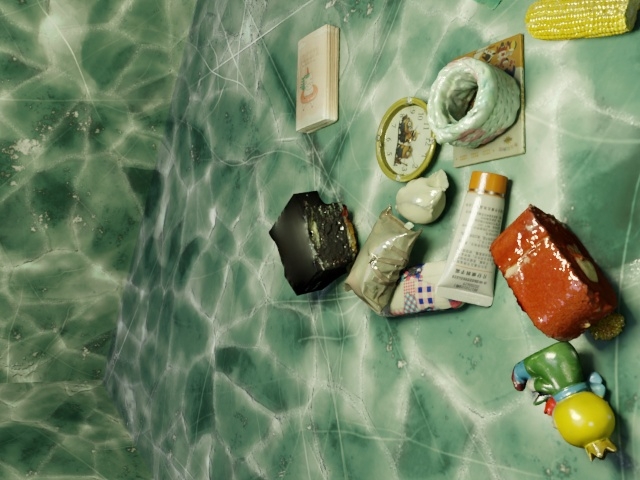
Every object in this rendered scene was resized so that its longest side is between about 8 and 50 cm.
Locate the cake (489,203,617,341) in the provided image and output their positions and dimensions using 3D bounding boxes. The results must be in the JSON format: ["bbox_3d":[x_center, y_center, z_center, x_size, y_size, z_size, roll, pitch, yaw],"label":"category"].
[{"bbox_3d":[0.478,0.064,1.317,0.151,0.177,0.283,-54,45,32],"label":"cake"}]

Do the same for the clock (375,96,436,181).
[{"bbox_3d":[0.245,-0.275,1.777,0.237,0.057,0.237,-8,80,52],"label":"clock"}]

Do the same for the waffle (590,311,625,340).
[{"bbox_3d":[0.574,0.161,1.311,0.078,0.016,0.085,-52,45,33],"label":"waffle"}]

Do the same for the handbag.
[{"bbox_3d":[0.161,0.054,1.684,0.182,0.117,0.270,42,108,50],"label":"handbag"}]

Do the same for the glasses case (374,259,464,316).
[{"bbox_3d":[0.251,0.130,1.684,0.327,0.076,0.125,-17,68,50],"label":"glasses case"}]

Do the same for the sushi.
[{"bbox_3d":[0.000,0.001,1.924,0.227,0.212,0.215,64,145,21],"label":"sushi"}]

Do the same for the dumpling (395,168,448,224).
[{"bbox_3d":[0.270,-0.122,1.690,0.181,0.111,0.155,25,74,45],"label":"dumpling"}]

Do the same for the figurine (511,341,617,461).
[{"bbox_3d":[0.496,0.336,1.311,0.234,0.127,0.185,64,145,18],"label":"figurine"}]

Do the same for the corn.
[{"bbox_3d":[0.553,-0.478,1.379,0.244,0.093,0.093,19,99,52],"label":"corn"}]

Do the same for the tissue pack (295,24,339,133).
[{"bbox_3d":[-0.012,-0.532,2.138,0.170,0.071,0.325,-10,77,53],"label":"tissue pack"}]

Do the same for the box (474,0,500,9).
[{"bbox_3d":[0.404,-0.761,1.599,0.205,0.118,0.311,-42,53,38],"label":"box"}]

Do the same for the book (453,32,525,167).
[{"bbox_3d":[0.414,-0.340,1.599,0.208,0.020,0.295,-8,78,51],"label":"book"}]

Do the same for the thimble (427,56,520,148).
[{"bbox_3d":[0.355,-0.319,1.533,0.185,0.149,0.211,42,116,44],"label":"thimble"}]

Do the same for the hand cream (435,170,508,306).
[{"bbox_3d":[0.377,-0.004,1.528,0.089,0.139,0.314,179,105,-88],"label":"hand cream"}]
